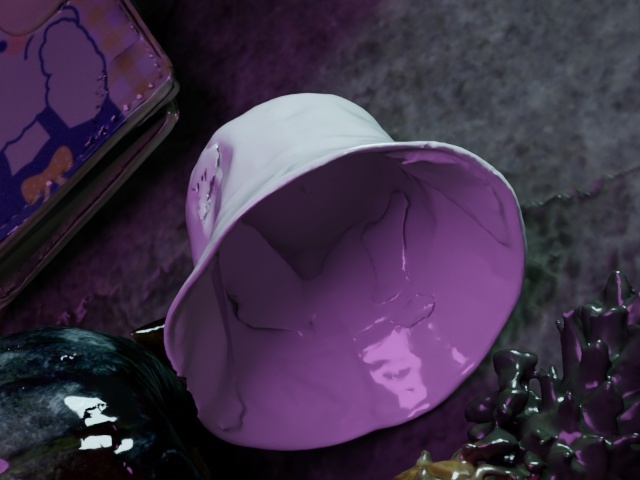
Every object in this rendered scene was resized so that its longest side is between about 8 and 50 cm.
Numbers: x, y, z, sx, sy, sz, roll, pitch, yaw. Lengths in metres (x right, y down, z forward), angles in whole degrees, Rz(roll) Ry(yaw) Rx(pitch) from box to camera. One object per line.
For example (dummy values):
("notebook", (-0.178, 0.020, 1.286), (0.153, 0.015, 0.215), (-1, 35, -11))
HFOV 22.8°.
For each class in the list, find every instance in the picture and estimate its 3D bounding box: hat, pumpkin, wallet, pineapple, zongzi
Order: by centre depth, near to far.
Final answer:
("pineapple", (0.091, 0.131, 0.755), (0.158, 0.158, 0.278), (28, 78, 34))
("pumpkin", (-0.119, 0.156, 0.817), (0.163, 0.233, 0.233), (-30, 61, 5))
("hat", (0.000, 0.000, 0.843), (0.203, 0.203, 0.126), (-41, 39, 14))
("zongzi", (-0.072, 0.062, 0.930), (0.083, 0.073, 0.067), (8, 77, -8))
("wallet", (-0.220, -0.130, 1.051), (0.223, 0.077, 0.309), (-40, 58, 13))
